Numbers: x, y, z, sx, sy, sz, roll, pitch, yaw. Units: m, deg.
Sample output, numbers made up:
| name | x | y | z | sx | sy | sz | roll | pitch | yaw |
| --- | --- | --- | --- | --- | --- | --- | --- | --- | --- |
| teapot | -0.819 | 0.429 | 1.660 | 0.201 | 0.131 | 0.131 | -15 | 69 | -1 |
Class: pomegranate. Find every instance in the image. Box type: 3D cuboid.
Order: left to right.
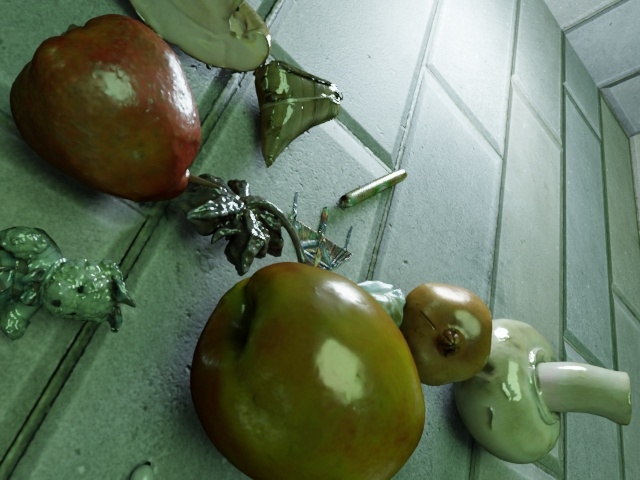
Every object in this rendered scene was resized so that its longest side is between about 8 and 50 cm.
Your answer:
| name | x | y | z | sx | sy | sz | roll | pitch | yaw |
| --- | --- | --- | --- | --- | --- | --- | --- | --- | --- |
| pomegranate | 0.247 | 0.191 | 0.944 | 0.209 | 0.209 | 0.209 | 16 | 66 | -38 |

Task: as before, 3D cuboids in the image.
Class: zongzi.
| name | x | y | z | sx | sy | sz | roll | pitch | yaw |
| --- | --- | --- | --- | --- | --- | --- | --- | --- | --- |
| zongzi | -0.041 | -0.228 | 0.894 | 0.195 | 0.099 | 0.197 | 0 | 86 | -42 |

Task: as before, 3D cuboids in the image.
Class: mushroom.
| name | x | y | z | sx | sy | sz | roll | pitch | yaw |
| --- | --- | --- | --- | --- | --- | --- | --- | --- | --- |
| mushroom | -0.204 | -0.413 | 0.779 | 0.286 | 0.156 | 0.151 | 34 | 36 | -29 |
| mushroom | 0.469 | 0.341 | 1.067 | 0.356 | 0.315 | 0.315 | 9 | 66 | -4 |

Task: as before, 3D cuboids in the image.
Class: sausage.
| name | x | y | z | sx | sy | sz | roll | pitch | yaw |
| --- | --- | --- | --- | --- | --- | --- | --- | --- | --- |
| sausage | 0.123 | -0.120 | 1.047 | 0.269 | 0.033 | 0.032 | -29 | 96 | -44 |

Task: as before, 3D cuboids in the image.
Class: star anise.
| name | x | y | z | sx | sy | sz | roll | pitch | yaw |
| --- | --- | --- | --- | --- | --- | --- | --- | --- | --- |
| star anise | -0.119 | -0.031 | 0.724 | 0.231 | 0.089 | 0.209 | 12 | 40 | -41 |

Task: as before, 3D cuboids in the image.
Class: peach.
| name | x | y | z | sx | sy | sz | roll | pitch | yaw |
| --- | --- | --- | --- | --- | --- | --- | --- | --- | --- |
| peach | -0.005 | 0.192 | 0.641 | 0.332 | 0.308 | 0.307 | 37 | 54 | -21 |

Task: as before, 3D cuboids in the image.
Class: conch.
| name | x | y | z | sx | sy | sz | roll | pitch | yaw |
| --- | --- | --- | --- | --- | --- | --- | --- | --- | --- |
| conch | 0.099 | 0.139 | 0.892 | 0.116 | 0.106 | 0.173 | 28 | 28 | 7 |

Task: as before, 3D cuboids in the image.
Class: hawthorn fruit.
| name | x | y | z | sx | sy | sz | roll | pitch | yaw |
| --- | --- | --- | --- | --- | --- | --- | --- | --- | --- |
| hawthorn fruit | -0.243 | -0.143 | 0.603 | 0.262 | 0.211 | 0.210 | 50 | 49 | -28 |

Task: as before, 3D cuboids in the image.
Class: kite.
| name | x | y | z | sx | sy | sz | roll | pitch | yaw |
| --- | --- | --- | --- | --- | --- | --- | --- | --- | --- |
| kite | 0.000 | 0.000 | 0.909 | 0.183 | 0.010 | 0.160 | 31 | 57 | -31 |

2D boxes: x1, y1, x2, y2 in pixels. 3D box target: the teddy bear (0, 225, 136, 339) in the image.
| name | x | y | z | sx | sy | sz | roll | pitch | yaw |
| --- | --- | --- | --- | --- | --- | --- | --- | --- | --- |
| teddy bear | -0.328 | 0.045 | 0.532 | 0.213 | 0.111 | 0.133 | 13 | 109 | -29 |

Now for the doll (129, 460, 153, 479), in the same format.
| name | x | y | z | sx | sy | sz | roll | pitch | yaw |
| --- | --- | --- | --- | --- | --- | --- | --- | --- | --- |
| doll | -0.216 | 0.324 | 0.585 | 0.085 | 0.040 | 0.058 | 56 | 37 | -13 |
